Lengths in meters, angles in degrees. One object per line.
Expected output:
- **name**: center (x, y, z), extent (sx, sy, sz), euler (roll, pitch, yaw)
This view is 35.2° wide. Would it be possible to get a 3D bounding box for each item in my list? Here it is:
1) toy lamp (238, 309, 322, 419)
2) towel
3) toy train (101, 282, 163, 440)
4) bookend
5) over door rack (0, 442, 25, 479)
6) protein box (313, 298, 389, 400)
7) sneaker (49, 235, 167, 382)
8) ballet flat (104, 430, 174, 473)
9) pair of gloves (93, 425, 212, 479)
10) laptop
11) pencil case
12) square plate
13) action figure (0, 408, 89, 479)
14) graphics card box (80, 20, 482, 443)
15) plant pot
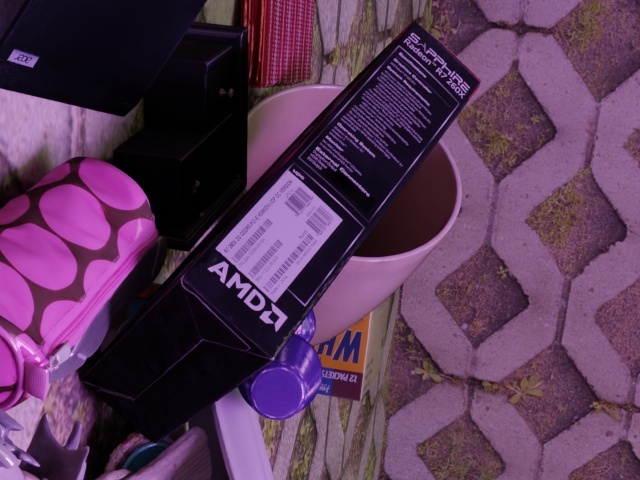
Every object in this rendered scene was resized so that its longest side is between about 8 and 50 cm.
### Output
- **toy lamp**: center (-0.039, 0.107, 0.964), extent (0.274, 0.080, 0.080), euler (-112, -151, -83)
- **towel**: center (-0.047, -0.283, 1.202), extent (0.275, 0.031, 0.198), euler (-40, 136, -75)
- **toy train**: center (-0.152, 0.114, 0.945), extent (0.166, 0.046, 0.125), euler (84, 18, -52)
- **bookend**: center (-0.121, -0.096, 0.881), extent (0.156, 0.072, 0.157), euler (-57, 153, -62)
- **over door rack**: center (-0.246, 0.062, 0.292), extent (0.324, 0.108, 0.239), euler (65, 29, -31)
- **protein box**: center (0.026, 0.118, 1.570), extent (0.200, 0.136, 0.201), euler (-28, 125, -76)
- **sneaker**: center (-0.182, 0.044, 0.754), extent (0.152, 0.061, 0.053), euler (-52, 162, -29)
- **ballet flat**: center (-0.163, 0.256, 0.928), extent (0.091, 0.077, 0.240), euler (-19, 125, -26)
- **pair of gloves**: center (-0.162, 0.294, 0.839), extent (0.204, 0.042, 0.240), euler (-22, 126, -46)
- **laptop**: center (-0.163, -0.244, 0.722), extent (0.234, 0.137, 0.264), euler (-8, 81, -78)
- **pencil case**: center (-0.175, 0.023, 0.646), extent (0.209, 0.098, 0.095), euler (-65, 160, -56)
- **square plate**: center (-0.086, 0.271, 0.982), extent (0.344, 0.049, 0.347), euler (-111, -159, -54)
- **action figure**: center (-0.218, 0.171, 0.505), extent (0.285, 0.099, 0.185), euler (-14, 123, -70)
- **graphics card box**: center (-0.028, -0.012, 0.866), extent (0.233, 0.094, 0.371), euler (-39, -169, 51)
- **plant pot**: center (0.000, 0.000, 1.199), extent (0.274, 0.257, 0.256), euler (111, -2, -50)
